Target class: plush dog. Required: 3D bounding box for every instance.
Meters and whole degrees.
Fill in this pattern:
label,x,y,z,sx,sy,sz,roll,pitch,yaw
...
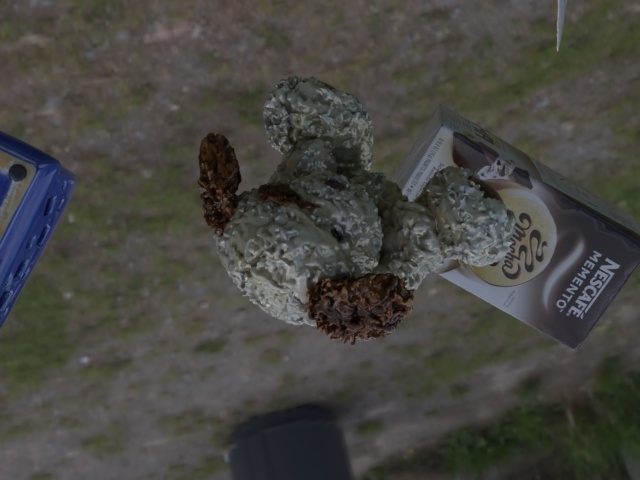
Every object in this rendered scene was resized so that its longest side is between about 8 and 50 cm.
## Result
label,x,y,z,sx,sy,sz,roll,pitch,yaw
plush dog,0.000,0.000,1.070,0.225,0.262,0.211,-16,137,-58

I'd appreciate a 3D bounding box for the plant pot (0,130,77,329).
label,x,y,z,sx,sy,sz,roll,pitch,yaw
plant pot,-0.422,-0.031,1.376,0.236,0.236,0.212,27,171,-9

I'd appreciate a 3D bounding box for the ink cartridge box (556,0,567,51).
label,x,y,z,sx,sy,sz,roll,pitch,yaw
ink cartridge box,0.145,-0.231,0.812,0.045,0.179,0.145,5,135,15

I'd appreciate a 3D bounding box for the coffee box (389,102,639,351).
label,x,y,z,sx,sy,sz,roll,pitch,yaw
coffee box,0.232,-0.017,1.544,0.297,0.119,0.168,29,108,-7
